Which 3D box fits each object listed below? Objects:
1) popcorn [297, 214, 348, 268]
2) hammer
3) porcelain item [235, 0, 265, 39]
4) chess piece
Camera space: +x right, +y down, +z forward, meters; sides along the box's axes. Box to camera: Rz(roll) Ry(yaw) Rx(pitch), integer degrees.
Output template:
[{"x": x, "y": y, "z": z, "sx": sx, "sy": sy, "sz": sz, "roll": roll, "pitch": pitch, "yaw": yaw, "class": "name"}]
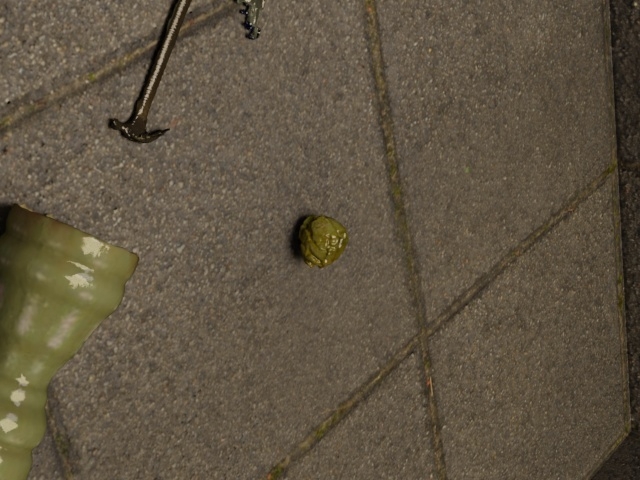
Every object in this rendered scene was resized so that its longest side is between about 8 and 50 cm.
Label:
[{"x": 0.000, "y": 0.000, "z": 2.548, "sx": 0.106, "sy": 0.116, "sz": 0.121, "roll": 42, "pitch": 58, "yaw": -3, "class": "popcorn"}, {"x": -0.279, "y": -0.313, "z": 2.155, "sx": 0.125, "sy": 0.027, "sz": 0.297, "roll": 24, "pitch": 83, "yaw": -51, "class": "hammer"}, {"x": -0.132, "y": -0.447, "z": 2.294, "sx": 0.075, "sy": 0.021, "sz": 0.136, "roll": 5, "pitch": 98, "yaw": -52, "class": "porcelain item"}, {"x": -0.468, "y": 0.181, "z": 1.941, "sx": 0.234, "sy": 0.234, "sz": 0.442, "roll": 27, "pitch": 84, "yaw": -51, "class": "chess piece"}]
